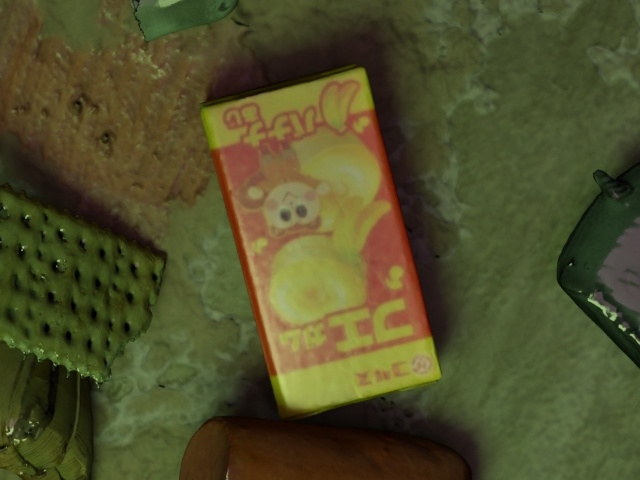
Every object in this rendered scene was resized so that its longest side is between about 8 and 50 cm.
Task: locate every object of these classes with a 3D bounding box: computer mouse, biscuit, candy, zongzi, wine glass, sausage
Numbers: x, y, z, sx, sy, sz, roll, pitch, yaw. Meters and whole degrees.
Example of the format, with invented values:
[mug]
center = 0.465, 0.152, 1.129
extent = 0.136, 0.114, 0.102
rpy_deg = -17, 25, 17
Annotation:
[computer mouse]
center = 0.356, 0.076, 1.469
extent = 0.188, 0.122, 0.371
rpy_deg = -44, 89, 0
[biscuit]
center = -0.213, 0.037, 1.413
extent = 0.203, 0.016, 0.144
rpy_deg = 28, 53, -35
[candy]
center = 0.000, 0.000, 1.465
extent = 0.146, 0.088, 0.276
rpy_deg = -16, 96, -1
[zongzi]
center = -0.230, 0.123, 1.481
extent = 0.099, 0.197, 0.194
rpy_deg = -5, 61, 18
[wine glass]
center = -0.068, -0.230, 1.444
extent = 0.195, 0.079, 0.079
rpy_deg = -23, 96, -1
[sausage]
center = 0.012, 0.208, 1.446
extent = 0.259, 0.113, 0.114
rpy_deg = 11, 96, -32
